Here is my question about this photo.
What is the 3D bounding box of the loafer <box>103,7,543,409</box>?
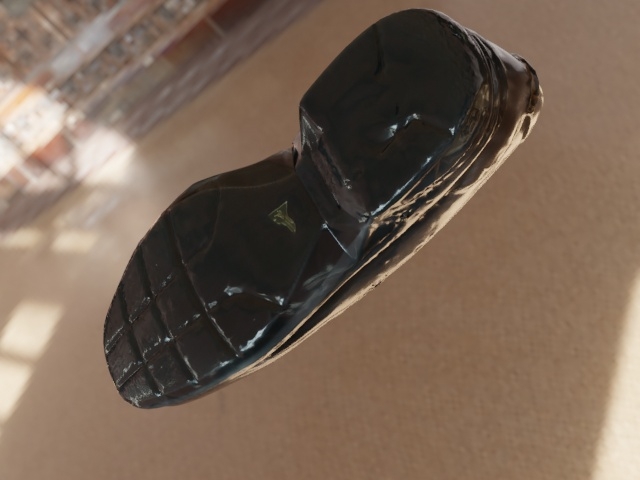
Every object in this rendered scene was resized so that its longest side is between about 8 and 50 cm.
[{"bbox_3d":[0.000,0.000,0.477,0.170,0.061,0.062,-38,64,30],"label":"loafer"}]
